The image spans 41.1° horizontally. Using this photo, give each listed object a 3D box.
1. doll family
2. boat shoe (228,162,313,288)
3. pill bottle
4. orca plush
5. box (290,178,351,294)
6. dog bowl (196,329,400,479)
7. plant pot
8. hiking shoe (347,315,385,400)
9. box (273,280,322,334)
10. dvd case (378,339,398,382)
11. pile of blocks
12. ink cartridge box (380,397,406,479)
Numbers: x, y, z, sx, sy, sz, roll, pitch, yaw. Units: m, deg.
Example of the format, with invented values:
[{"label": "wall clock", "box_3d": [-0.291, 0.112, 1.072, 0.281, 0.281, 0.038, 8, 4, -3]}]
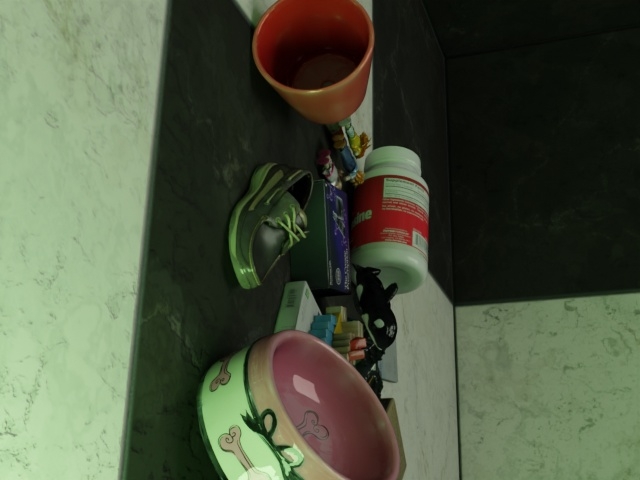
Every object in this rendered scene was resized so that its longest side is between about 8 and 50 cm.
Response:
[{"label": "doll family", "box_3d": [0.077, -0.239, 2.354, 0.163, 0.118, 0.263, 63, 28, -47]}, {"label": "boat shoe", "box_3d": [-0.094, -0.048, 1.769, 0.356, 0.130, 0.132, -77, 153, -45]}, {"label": "pill bottle", "box_3d": [0.204, -0.066, 2.506, 0.229, 0.228, 0.408, 58, 31, -52]}, {"label": "orca plush", "box_3d": [0.159, 0.142, 2.127, 0.151, 0.102, 0.287, 50, 18, -22]}, {"label": "box", "box_3d": [0.000, 0.000, 2.087, 0.184, 0.103, 0.261, 20, 66, -67]}, {"label": "dog bowl", "box_3d": [-0.021, 0.338, 1.535, 0.408, 0.150, 0.408, 40, 23, -20]}, {"label": "plant pot", "box_3d": [0.001, -0.409, 1.998, 0.243, 0.274, 0.275, 63, 26, -70]}, {"label": "hiking shoe", "box_3d": [0.089, 0.341, 2.217, 0.113, 0.132, 0.304, -7, 114, -41]}, {"label": "box", "box_3d": [-0.027, 0.285, 1.985, 0.232, 0.058, 0.322, -77, 153, -43]}, {"label": "dvd case", "box_3d": [0.200, 0.349, 2.684, 0.253, 0.022, 0.181, 33, 54, -66]}, {"label": "pile of blocks", "box_3d": [0.035, 0.254, 1.914, 0.362, 0.112, 0.149, -73, 150, -51]}, {"label": "ink cartridge box", "box_3d": [0.170, 0.593, 2.416, 0.193, 0.088, 0.235, -47, 129, -64]}]
